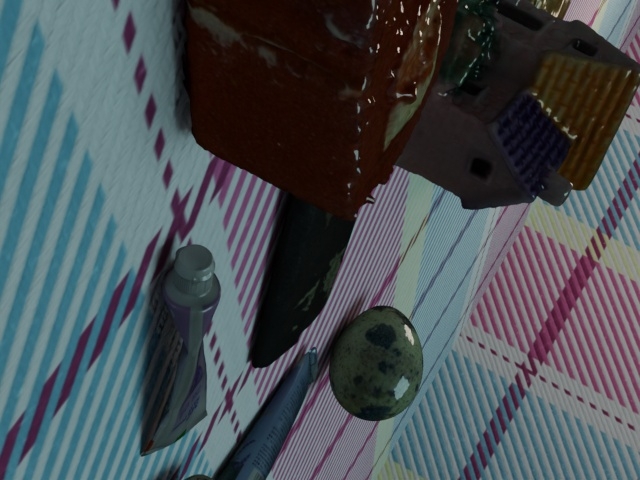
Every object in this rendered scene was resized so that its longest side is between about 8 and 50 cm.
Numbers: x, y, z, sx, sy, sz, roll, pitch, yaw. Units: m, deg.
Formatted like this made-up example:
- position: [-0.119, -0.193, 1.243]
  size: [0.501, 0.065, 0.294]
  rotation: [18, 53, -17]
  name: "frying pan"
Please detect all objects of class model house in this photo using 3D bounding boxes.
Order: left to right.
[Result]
- position: [0.228, -0.163, 1.284]
  size: [0.237, 0.237, 0.202]
  rotation: [-45, 160, -50]
  name: "model house"

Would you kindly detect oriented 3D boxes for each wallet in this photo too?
- position: [0.000, 0.000, 1.184]
  size: [0.170, 0.044, 0.321]
  rotation: [-52, 164, -41]
  name: "wallet"

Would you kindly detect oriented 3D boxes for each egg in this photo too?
- position: [0.084, 0.181, 1.646]
  size: [0.141, 0.141, 0.181]
  rotation: [91, 12, -62]
  name: "egg"

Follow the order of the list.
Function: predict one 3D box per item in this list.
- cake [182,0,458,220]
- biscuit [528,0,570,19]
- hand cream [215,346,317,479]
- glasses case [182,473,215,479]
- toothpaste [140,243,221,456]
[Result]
- position: [0.012, -0.155, 0.705]
  size: [0.177, 0.151, 0.283]
  rotation: [-48, 157, -32]
  name: "cake"
- position: [0.334, -0.347, 1.714]
  size: [0.376, 0.051, 0.269]
  rotation: [-40, 153, -56]
  name: "biscuit"
- position: [-0.064, 0.254, 1.430]
  size: [0.256, 0.055, 0.088]
  rotation: [-55, 157, -34]
  name: "hand cream"
- position: [-0.198, 0.412, 1.180]
  size: [0.354, 0.085, 0.137]
  rotation: [-64, 165, 10]
  name: "glasses case"
- position: [-0.118, 0.103, 0.957]
  size: [0.301, 0.048, 0.075]
  rotation: [104, 9, -51]
  name: "toothpaste"
